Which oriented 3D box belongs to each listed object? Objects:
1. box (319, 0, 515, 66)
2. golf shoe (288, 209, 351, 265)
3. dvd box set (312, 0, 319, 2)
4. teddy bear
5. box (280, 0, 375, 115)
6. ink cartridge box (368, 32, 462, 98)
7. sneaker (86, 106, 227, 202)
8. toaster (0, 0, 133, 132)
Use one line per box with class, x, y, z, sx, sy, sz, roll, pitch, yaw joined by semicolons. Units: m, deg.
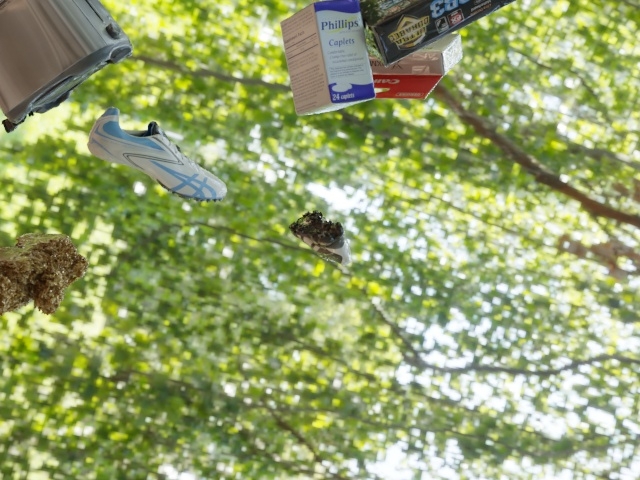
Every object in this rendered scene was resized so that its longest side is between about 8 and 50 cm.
box;0.164;-0.386;1.358;0.295;0.073;0.293;-28;-147;-3
golf shoe;0.000;0.000;1.860;0.077;0.094;0.198;-34;-156;-9
dvd box set;-0.007;-0.637;2.009;0.062;0.308;0.420;-34;-146;-7
teddy bear;-0.569;0.079;1.687;0.338;0.245;0.113;-85;175;-75
box;0.009;-0.250;1.275;0.126;0.072;0.137;0;-78;66
ink cartridge box;0.148;-0.407;2.144;0.261;0.296;0.066;-50;137;-49
sneaker;-0.236;-0.125;1.412;0.086;0.237;0.085;-61;-148;5
toaster;-0.377;-0.262;1.248;0.227;0.146;0.129;-28;-172;24
